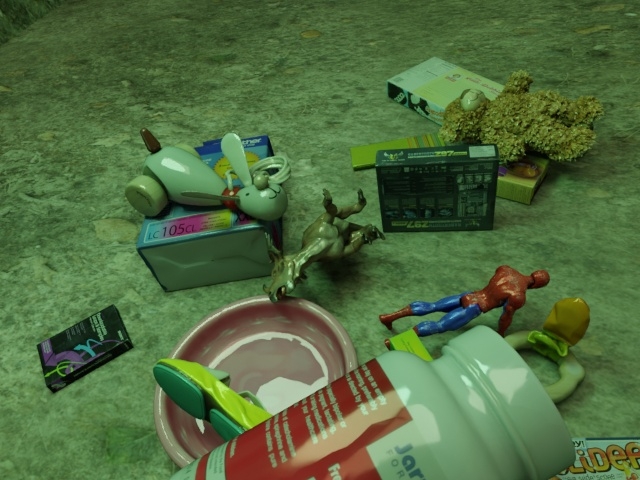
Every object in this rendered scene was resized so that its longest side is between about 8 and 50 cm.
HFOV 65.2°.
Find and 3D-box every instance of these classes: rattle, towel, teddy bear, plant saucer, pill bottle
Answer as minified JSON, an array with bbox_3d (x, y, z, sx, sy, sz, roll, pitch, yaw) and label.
[{"bbox_3d":[0.302,0.182,0.748,0.200,0.142,0.130,-13,62,-8],"label":"rattle"},{"bbox_3d":[0.196,-0.226,1.272,0.237,0.021,0.102,-8,38,6],"label":"towel"},{"bbox_3d":[0.431,-0.271,1.095,0.338,0.113,0.245,34,83,33],"label":"teddy bear"},{"bbox_3d":[-0.098,0.240,0.817,0.332,0.084,0.332,-7,45,7],"label":"plant saucer"},{"bbox_3d":[0.052,0.269,0.556,0.408,0.229,0.229,-29,45,-3],"label":"pill bottle"}]

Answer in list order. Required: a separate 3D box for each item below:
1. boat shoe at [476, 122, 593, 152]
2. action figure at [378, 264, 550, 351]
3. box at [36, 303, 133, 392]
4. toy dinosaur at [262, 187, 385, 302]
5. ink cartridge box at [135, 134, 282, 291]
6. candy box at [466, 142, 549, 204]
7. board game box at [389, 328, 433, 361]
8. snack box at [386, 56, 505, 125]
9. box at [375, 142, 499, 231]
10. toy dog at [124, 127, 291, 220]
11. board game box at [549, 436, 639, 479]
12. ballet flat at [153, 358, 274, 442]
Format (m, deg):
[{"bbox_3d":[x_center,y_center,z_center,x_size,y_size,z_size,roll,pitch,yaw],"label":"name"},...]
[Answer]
[{"bbox_3d":[0.501,-0.253,1.182,0.255,0.079,0.095,11,52,25],"label":"boat shoe"},{"bbox_3d":[0.258,0.130,0.855,0.280,0.139,0.091,-26,44,18],"label":"action figure"},{"bbox_3d":[-0.460,0.205,0.977,0.162,0.029,0.116,-29,46,-18],"label":"box"},{"bbox_3d":[0.000,0.000,0.970,0.200,0.127,0.296,-34,-6,26],"label":"toy dinosaur"},{"bbox_3d":[-0.232,-0.093,1.146,0.270,0.151,0.395,-9,42,4],"label":"ink cartridge box"},{"bbox_3d":[0.399,-0.154,1.125,0.187,0.053,0.109,22,53,29],"label":"candy box"},{"bbox_3d":[0.166,0.233,0.754,0.043,0.092,0.181,-21,44,-10],"label":"board game box"},{"bbox_3d":[0.354,-0.405,1.386,0.187,0.060,0.322,-30,46,-16],"label":"snack box"},{"bbox_3d":[0.234,-0.101,1.015,0.233,0.183,0.059,-1,44,13],"label":"box"},{"bbox_3d":[-0.229,-0.138,0.965,0.334,0.161,0.220,-3,45,10],"label":"toy dog"},{"bbox_3d":[0.394,0.327,0.646,0.201,0.035,0.136,-5,44,8],"label":"board game box"},{"bbox_3d":[-0.146,0.234,0.733,0.231,0.077,0.077,26,35,30],"label":"ballet flat"}]
